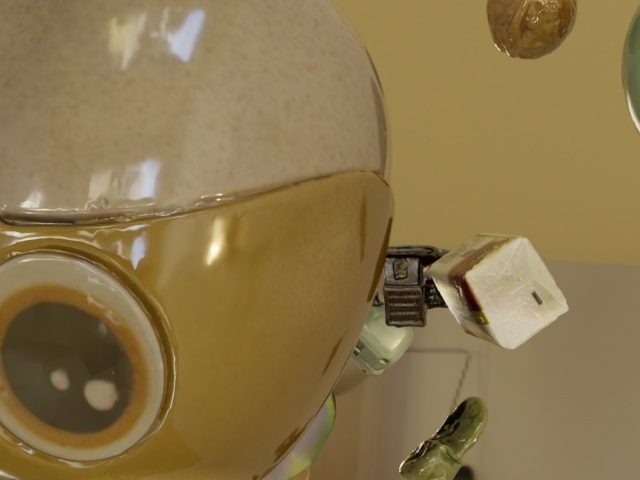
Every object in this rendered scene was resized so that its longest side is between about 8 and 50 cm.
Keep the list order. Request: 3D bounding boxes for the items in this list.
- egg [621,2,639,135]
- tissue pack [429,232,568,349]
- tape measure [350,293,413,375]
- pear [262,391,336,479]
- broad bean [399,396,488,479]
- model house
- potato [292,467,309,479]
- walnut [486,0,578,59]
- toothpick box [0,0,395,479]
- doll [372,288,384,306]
[{"bbox_3d":[0.635,-0.261,1.589,0.276,0.276,0.389,-108,173,-60],"label":"egg"},{"bbox_3d":[0.205,0.056,1.156,0.106,0.099,0.149,57,-6,-5],"label":"tissue pack"},{"bbox_3d":[0.069,0.180,2.121,0.125,0.243,0.246,-49,177,-17],"label":"tape measure"},{"bbox_3d":[-0.195,0.234,1.369,0.398,0.399,0.165,-100,-150,-48],"label":"pear"},{"bbox_3d":[0.228,0.374,1.781,0.072,0.207,0.153,51,-27,-8],"label":"broad bean"},{"bbox_3d":[0.185,0.089,1.869,0.106,0.165,0.152,112,-23,-80],"label":"model house"},{"bbox_3d":[-0.126,0.504,2.000,0.234,0.161,0.128,-55,-142,1],"label":"potato"},{"bbox_3d":[0.358,-0.388,1.676,0.149,0.166,0.166,-48,165,-35],"label":"walnut"},{"bbox_3d":[-0.159,0.004,0.747,0.409,0.409,0.425,137,-30,-74],"label":"toothpick box"},{"bbox_3d":[0.000,0.006,1.143,0.180,0.107,0.110,63,35,-17],"label":"doll"}]
